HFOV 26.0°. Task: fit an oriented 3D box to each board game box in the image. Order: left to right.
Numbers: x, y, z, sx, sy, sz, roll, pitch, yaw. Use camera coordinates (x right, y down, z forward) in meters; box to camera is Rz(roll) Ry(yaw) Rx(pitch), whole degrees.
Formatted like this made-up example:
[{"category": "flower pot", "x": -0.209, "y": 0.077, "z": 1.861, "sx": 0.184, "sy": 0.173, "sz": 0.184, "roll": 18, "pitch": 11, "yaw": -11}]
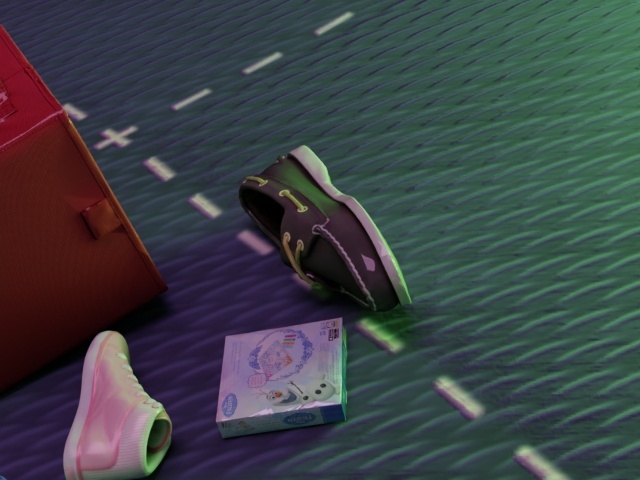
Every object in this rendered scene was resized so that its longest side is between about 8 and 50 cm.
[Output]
[{"category": "board game box", "x": -0.026, "y": 0.097, "z": 0.991, "sx": 0.090, "sy": 0.020, "sz": 0.090, "roll": -9, "pitch": 37, "yaw": 9}]

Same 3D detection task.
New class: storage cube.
[{"category": "storage cube", "x": -0.264, "y": -0.016, "z": 1.075, "sx": 0.193, "sy": 0.215, "sz": 0.183, "roll": -31, "pitch": 39, "yaw": -10}]

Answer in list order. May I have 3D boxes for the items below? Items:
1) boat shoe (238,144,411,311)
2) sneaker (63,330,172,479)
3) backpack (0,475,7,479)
[{"category": "boat shoe", "x": 0.000, "y": 0.000, "z": 1.064, "sx": 0.069, "sy": 0.081, "sz": 0.228, "roll": -26, "pitch": 30, "yaw": -9}, {"category": "sneaker", "x": -0.134, "y": 0.118, "z": 0.982, "sx": 0.070, "sy": 0.051, "sz": 0.134, "roll": -6, "pitch": 41, "yaw": 10}, {"category": "backpack", "x": -0.231, "y": 0.200, "z": 0.881, "sx": 0.105, "sy": 0.084, "sz": 0.114, "roll": -20, "pitch": 34, "yaw": -9}]
